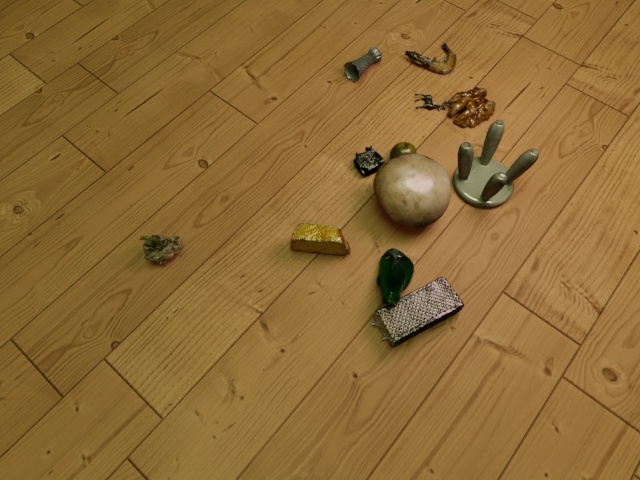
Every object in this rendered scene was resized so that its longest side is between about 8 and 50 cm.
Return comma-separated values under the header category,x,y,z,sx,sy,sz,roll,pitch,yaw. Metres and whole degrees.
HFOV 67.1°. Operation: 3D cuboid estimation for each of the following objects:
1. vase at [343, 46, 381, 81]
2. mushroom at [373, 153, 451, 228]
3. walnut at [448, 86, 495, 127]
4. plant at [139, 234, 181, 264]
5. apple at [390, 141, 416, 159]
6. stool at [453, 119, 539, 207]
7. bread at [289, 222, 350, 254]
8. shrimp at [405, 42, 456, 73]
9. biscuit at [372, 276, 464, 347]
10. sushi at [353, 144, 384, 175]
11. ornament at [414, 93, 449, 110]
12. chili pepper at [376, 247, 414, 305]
category,x,y,z,sx,sy,sz,roll,pitch,yaw
vase,0.165,-0.666,1.807,0.081,0.081,0.149,41,66,19
mushroom,0.283,-0.159,1.486,0.255,0.184,0.254,-1,60,1
walnut,0.537,-0.479,1.704,0.170,0.069,0.142,-29,80,-12
plant,-0.489,0.007,1.453,0.117,0.122,0.104,-33,56,-7
apple,0.277,-0.289,1.614,0.090,0.074,0.089,-5,43,5
stool,0.536,-0.233,1.513,0.195,0.198,0.195,-34,67,-17
bread,0.000,0.000,1.455,0.188,0.103,0.065,6,61,9
shrimp,0.429,-0.712,1.844,0.195,0.035,0.147,25,68,5
biscuit,0.272,0.204,1.366,0.252,0.070,0.106,-25,64,-11
sushi,0.158,-0.265,1.615,0.083,0.056,0.084,-31,68,-6
ornament,0.406,-0.501,1.745,0.125,0.028,0.073,-1,64,3
chili pepper,0.217,0.110,1.393,0.108,0.062,0.216,10,41,7
